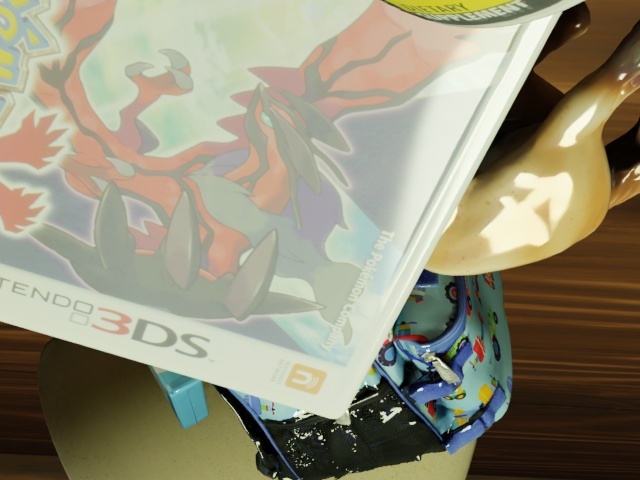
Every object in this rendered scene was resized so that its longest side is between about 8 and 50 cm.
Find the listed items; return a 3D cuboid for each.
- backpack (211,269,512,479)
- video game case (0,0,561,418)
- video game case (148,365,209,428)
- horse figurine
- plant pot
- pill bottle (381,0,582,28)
[{"bbox_3d":[0.000,0.000,0.647,0.117,0.158,0.173,-13,146,16],"label":"backpack"},{"bbox_3d":[-0.046,-0.040,0.443,0.183,0.023,0.201,17,131,-9],"label":"video game case"},{"bbox_3d":[-0.093,-0.004,0.636,0.015,0.166,0.119,-30,170,-9],"label":"video game case"},{"bbox_3d":[0.018,-0.044,0.493,0.263,0.066,0.174,0,135,0],"label":"horse figurine"},{"bbox_3d":[-0.013,0.120,1.004,0.191,0.284,0.284,-37,158,8],"label":"plant pot"},{"bbox_3d":[-0.013,-0.108,0.264,0.103,0.103,0.184,-9,163,41],"label":"pill bottle"}]
